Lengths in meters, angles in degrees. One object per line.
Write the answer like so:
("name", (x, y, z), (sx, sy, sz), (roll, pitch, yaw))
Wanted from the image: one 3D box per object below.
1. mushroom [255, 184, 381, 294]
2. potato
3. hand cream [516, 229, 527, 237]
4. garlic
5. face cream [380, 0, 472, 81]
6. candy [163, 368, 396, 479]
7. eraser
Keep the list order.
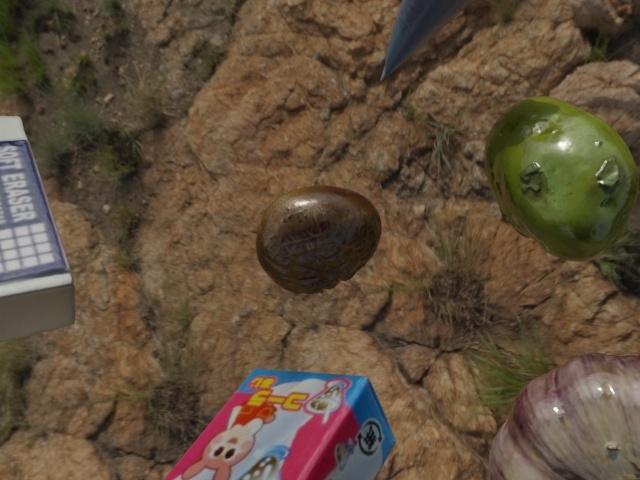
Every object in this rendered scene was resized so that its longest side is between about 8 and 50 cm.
("mushroom", (0.000, 0.000, 1.138), (0.253, 0.253, 0.153), (-26, 57, 5))
("potato", (0.301, -0.081, 0.757), (0.149, 0.186, 0.253), (-17, 48, 7))
("hand cream", (0.442, -0.100, 1.087), (0.234, 0.080, 0.050), (-46, 53, -8))
("garlic", (0.282, 0.196, 0.561), (0.245, 0.160, 0.245), (1, 121, 1))
("face cream", (0.159, -0.336, 0.795), (0.086, 0.385, 0.135), (19, 83, -10))
("candy", (-0.070, 0.252, 0.530), (0.157, 0.306, 0.100), (-6, 117, 37))
("eraser", (-0.358, -0.022, 0.640), (0.124, 0.081, 0.279), (-12, 51, -29))
